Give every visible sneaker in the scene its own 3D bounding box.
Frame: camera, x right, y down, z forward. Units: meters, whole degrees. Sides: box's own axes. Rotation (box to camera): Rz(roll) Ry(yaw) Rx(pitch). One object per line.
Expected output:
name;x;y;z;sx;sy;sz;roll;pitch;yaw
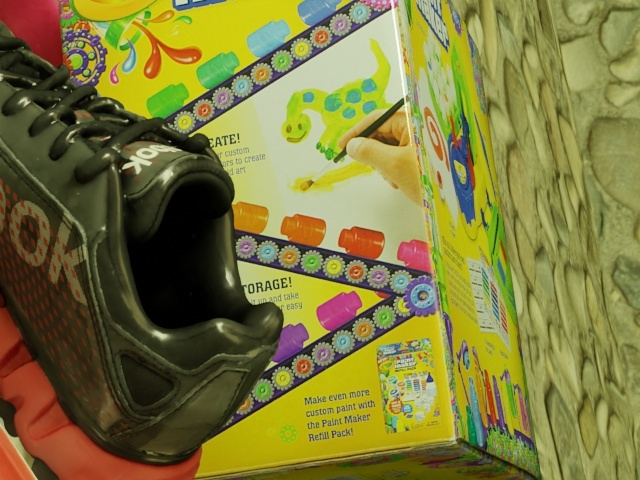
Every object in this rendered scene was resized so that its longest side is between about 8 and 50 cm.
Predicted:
sneaker;-0.110;-0.028;0.782;0.276;0.135;0.097;56;33;10

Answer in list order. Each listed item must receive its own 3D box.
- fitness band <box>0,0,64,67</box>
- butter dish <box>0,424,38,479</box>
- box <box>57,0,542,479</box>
fitness band;-0.145;-0.041;0.982;0.209;0.054;0.291;-80;153;-53
butter dish;-0.154;0.131;0.724;0.160;0.118;0.160;55;-13;9
box;0.000;0.000;1.041;0.290;0.177;0.279;39;43;-71
